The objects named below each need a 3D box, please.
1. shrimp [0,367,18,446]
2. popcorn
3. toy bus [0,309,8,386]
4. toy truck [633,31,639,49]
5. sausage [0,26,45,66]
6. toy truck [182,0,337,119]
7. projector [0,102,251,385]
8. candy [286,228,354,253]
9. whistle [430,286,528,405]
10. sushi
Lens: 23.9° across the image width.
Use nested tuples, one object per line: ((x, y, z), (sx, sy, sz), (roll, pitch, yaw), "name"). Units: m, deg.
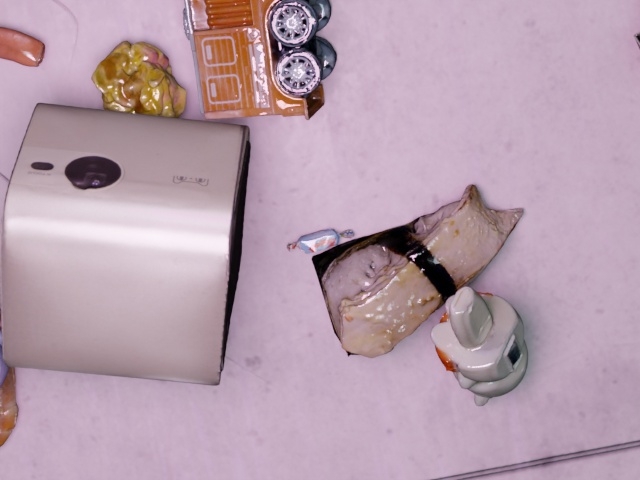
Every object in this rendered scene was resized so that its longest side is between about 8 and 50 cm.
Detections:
((-0.419, 0.174, 1.856), (0.101, 0.042, 0.190), (9, 102, 6), "shrimp")
((-0.212, -0.176, 1.770), (0.097, 0.089, 0.109), (-41, 102, 18), "popcorn")
((-0.506, 0.100, 1.727), (0.197, 0.232, 0.294), (-40, 79, 8), "toy bus")
((0.506, -0.246, 1.731), (0.272, 0.124, 0.157), (-26, 130, 7), "toy truck")
((-0.411, -0.234, 1.774), (0.176, 0.047, 0.040), (8, 117, -1), "sausage")
((-0.080, -0.291, 1.723), (0.162, 0.136, 0.305), (-4, 103, 10), "toy truck")
((-0.215, 0.004, 1.699), (0.249, 0.248, 0.248), (6, 127, -2), "projector")
((0.000, 0.001, 1.830), (0.083, 0.030, 0.020), (-13, 109, -1), "candy")
((0.188, 0.120, 1.768), (0.105, 0.253, 0.102), (-8, 64, 14), "whistle")
((0.127, 0.037, 1.797), (0.273, 0.109, 0.134), (-25, 99, 5), "sushi")
